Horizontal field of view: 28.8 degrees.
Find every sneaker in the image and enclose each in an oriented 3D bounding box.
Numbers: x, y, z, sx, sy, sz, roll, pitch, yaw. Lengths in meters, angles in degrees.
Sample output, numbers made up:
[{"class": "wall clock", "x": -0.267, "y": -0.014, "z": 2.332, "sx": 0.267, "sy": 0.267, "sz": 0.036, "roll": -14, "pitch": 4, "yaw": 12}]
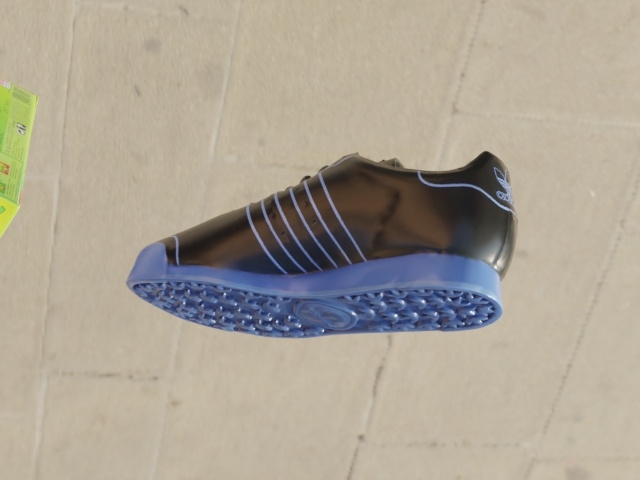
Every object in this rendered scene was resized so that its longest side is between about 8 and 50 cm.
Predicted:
[{"class": "sneaker", "x": 0.000, "y": 0.000, "z": 0.703, "sx": 0.232, "sy": 0.090, "sz": 0.081, "roll": -1, "pitch": 152, "yaw": 26}]

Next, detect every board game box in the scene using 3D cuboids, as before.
[{"class": "board game box", "x": -0.276, "y": -0.077, "z": 0.967, "sx": 0.092, "sy": 0.181, "sz": 0.043, "roll": 27, "pitch": 115, "yaw": -23}]
